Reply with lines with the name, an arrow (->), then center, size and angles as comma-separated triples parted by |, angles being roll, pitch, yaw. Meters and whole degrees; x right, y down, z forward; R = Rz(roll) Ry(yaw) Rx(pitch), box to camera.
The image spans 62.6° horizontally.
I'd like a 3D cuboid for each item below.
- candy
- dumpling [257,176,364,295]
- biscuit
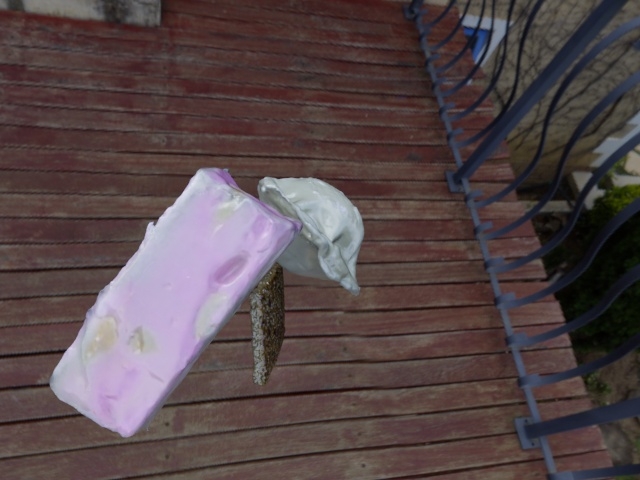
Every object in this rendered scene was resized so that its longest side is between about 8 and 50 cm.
candy -> -0.142, 0.054, 0.547 | 0.116, 0.155, 0.265 | 38, 93, -4
dumpling -> 0.000, 0.000, 0.796 | 0.147, 0.258, 0.193 | -40, 56, 2
biscuit -> -0.073, 0.112, 0.776 | 0.025, 0.231, 0.130 | -1, 99, 3
